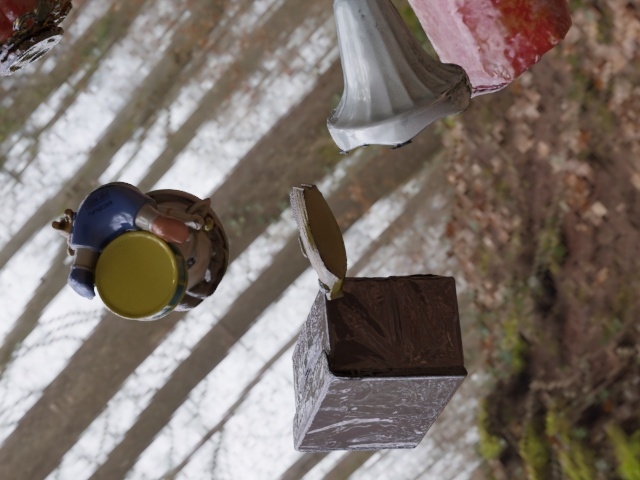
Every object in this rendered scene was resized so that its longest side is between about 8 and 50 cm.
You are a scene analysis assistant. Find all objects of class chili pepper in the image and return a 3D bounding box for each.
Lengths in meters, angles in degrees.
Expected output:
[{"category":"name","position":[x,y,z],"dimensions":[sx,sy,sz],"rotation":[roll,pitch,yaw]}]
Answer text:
[{"category":"chili pepper","position":[0.221,-0.364,1.799],"dimensions":[0.251,0.229,0.305],"rotation":[1,128,57]}]

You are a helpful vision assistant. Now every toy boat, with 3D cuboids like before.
[{"category":"toy boat","position":[0.000,0.000,1.663],"dimensions":[0.047,0.049,0.149],"rotation":[-18,-92,-27]}]

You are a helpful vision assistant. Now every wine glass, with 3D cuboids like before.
[{"category":"wine glass","position":[0.059,-0.211,1.410],"dimensions":[0.165,0.165,0.196],"rotation":[-77,-31,-65]}]

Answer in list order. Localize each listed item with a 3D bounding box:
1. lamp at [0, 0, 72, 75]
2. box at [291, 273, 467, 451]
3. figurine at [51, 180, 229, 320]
[{"category":"lamp","position":[-0.418,-0.318,1.690],"dimensions":[0.227,0.227,0.227],"rotation":[38,-157,-19]},{"category":"box","position":[0.069,0.164,1.778],"dimensions":[0.188,0.252,0.153],"rotation":[0,-121,-10]},{"category":"figurine","position":[-0.185,0.018,1.550],"dimensions":[0.158,0.161,0.275],"rotation":[65,-166,9]}]
